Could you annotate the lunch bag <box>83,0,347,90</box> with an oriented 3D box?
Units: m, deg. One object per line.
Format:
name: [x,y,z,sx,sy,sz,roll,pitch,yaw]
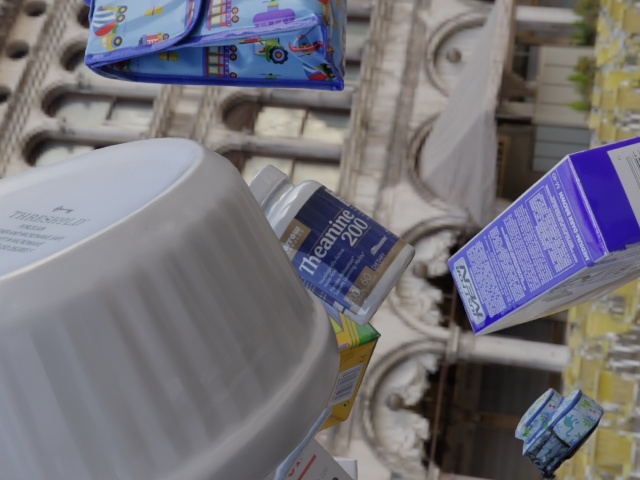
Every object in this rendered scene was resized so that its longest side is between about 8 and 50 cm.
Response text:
lunch bag: [-0.123,-0.282,1.086,0.138,0.293,0.221,62,-153,-66]

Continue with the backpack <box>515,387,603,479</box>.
backpack: [0.325,0.252,1.354,0.114,0.084,0.105,-48,-9,15]

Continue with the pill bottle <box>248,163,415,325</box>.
pill bottle: [0.000,0.000,0.687,0.067,0.120,0.067,-54,-6,-9]

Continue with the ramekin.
ramekin: [-0.137,0.045,0.500,0.273,0.273,0.127,-60,-45,-62]

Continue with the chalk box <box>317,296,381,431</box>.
chalk box: [-0.068,0.089,1.001,0.132,0.213,0.132,-18,-41,-38]

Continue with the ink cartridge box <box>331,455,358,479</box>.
ink cartridge box: [-0.053,0.381,1.511,0.237,0.172,0.100,138,132,-73]

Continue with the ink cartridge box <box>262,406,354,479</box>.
ink cartridge box: [-0.049,0.162,0.535,0.181,0.061,0.104,-31,15,49]

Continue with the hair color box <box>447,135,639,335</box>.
hair color box: [0.284,-0.003,1.051,0.339,0.185,0.110,126,127,-70]
